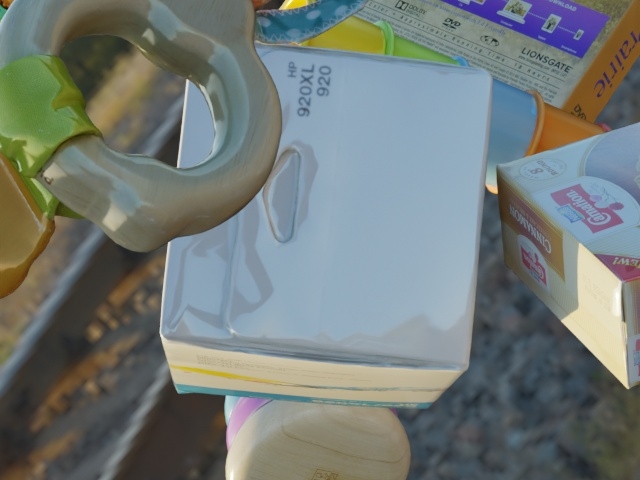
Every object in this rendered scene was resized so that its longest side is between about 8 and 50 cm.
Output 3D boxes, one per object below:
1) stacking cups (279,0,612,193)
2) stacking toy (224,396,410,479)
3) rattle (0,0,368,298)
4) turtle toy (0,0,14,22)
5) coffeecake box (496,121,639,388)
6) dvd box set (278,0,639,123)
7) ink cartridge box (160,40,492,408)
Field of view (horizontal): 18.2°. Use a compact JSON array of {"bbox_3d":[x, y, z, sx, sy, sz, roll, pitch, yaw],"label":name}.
[{"bbox_3d":[0.112,-0.080,1.417,0.096,0.316,0.096,-57,21,36],"label":"stacking cups"},{"bbox_3d":[-0.022,0.083,1.618,0.141,0.141,0.330,-41,32,20],"label":"stacking toy"},{"bbox_3d":[-0.074,-0.054,0.863,0.199,0.130,0.143,-58,-10,-47],"label":"rattle"},{"bbox_3d":[-0.329,-0.252,2.154,0.095,0.066,0.130,8,13,27],"label":"turtle toy"},{"bbox_3d":[0.207,-0.010,1.051,0.185,0.068,0.142,-18,32,-15],"label":"coffeecake box"},{"bbox_3d":[0.195,-0.295,1.711,0.307,0.062,0.420,27,77,35],"label":"dvd box set"},{"bbox_3d":[0.000,0.000,1.158,0.232,0.168,0.171,101,174,-80],"label":"ink cartridge box"}]
